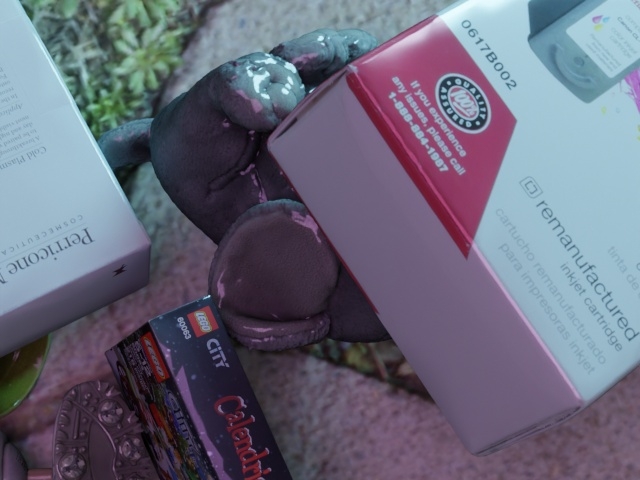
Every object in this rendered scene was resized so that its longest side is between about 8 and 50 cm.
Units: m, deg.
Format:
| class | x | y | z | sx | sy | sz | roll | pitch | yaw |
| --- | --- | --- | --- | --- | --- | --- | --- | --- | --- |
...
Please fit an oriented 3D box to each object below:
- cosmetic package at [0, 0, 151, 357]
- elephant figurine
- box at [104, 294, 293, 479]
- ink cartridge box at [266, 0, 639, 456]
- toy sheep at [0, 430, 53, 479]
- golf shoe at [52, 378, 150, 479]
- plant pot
| class | x | y | z | sx | sy | sz | roll | pitch | yaw |
| --- | --- | --- | --- | --- | --- | --- | --- | --- | --- |
| cosmetic package | -0.336 | -0.022 | 1.061 | 0.377 | 0.097 | 0.284 | -26 | 74 | -15 |
| elephant figurine | 0.000 | 0.000 | 1.069 | 0.169 | 0.186 | 0.239 | -21 | 88 | -29 |
| box | -0.060 | 0.159 | 1.075 | 0.044 | 0.159 | 0.233 | -23 | 86 | -19 |
| ink cartridge box | 0.159 | -0.053 | 0.991 | 0.306 | 0.131 | 0.226 | -33 | 86 | -29 |
| toy sheep | -0.243 | 0.165 | 1.138 | 0.132 | 0.091 | 0.091 | -5 | 89 | -7 |
| golf shoe | -0.154 | 0.180 | 1.125 | 0.069 | 0.086 | 0.176 | -10 | 92 | -33 |
| plant pot | -0.238 | 0.068 | 1.144 | 0.079 | 0.083 | 0.083 | 21 | 92 | 18 |
